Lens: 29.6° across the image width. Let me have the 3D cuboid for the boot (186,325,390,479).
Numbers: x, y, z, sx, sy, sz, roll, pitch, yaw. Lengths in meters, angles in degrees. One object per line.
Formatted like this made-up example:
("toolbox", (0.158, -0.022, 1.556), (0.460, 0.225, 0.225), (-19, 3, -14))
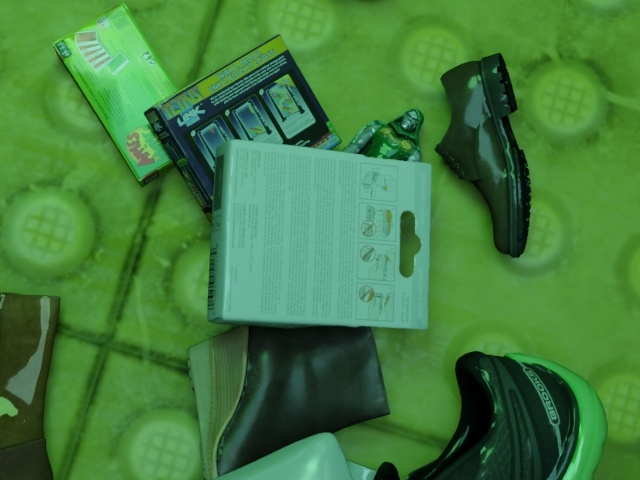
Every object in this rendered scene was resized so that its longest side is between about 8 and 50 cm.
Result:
("boot", (-0.025, 0.204, 1.294), (0.207, 0.090, 0.248), (-9, 81, -4))

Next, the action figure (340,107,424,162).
("action figure", (0.041, -0.057, 1.346), (0.137, 0.063, 0.232), (35, 77, 10))

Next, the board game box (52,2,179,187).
("board game box", (-0.209, -0.161, 1.346), (0.092, 0.043, 0.181), (-32, 87, -7))

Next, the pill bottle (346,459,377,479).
("pill bottle", (0.030, 0.300, 1.299), (0.067, 0.067, 0.120), (21, 82, -2))

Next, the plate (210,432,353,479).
("plate", (-0.070, 0.361, 1.177), (0.277, 0.045, 0.278), (-23, 73, 12))

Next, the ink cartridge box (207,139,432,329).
("ink cartridge box", (0.000, 0.000, 1.285), (0.232, 0.066, 0.189), (5, 82, -25))

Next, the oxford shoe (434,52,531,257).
("oxford shoe", (0.183, -0.088, 1.363), (0.096, 0.083, 0.227), (-12, 86, 16))

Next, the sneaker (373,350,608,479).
("sneaker", (0.121, 0.332, 1.248), (0.202, 0.185, 0.482), (28, 71, -7))

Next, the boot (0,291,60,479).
("boot", (-0.408, 0.186, 1.263), (0.264, 0.096, 0.280), (-1, 83, -4))

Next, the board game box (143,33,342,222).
("board game box", (-0.083, -0.122, 1.318), (0.170, 0.048, 0.141), (-34, 98, -23))
